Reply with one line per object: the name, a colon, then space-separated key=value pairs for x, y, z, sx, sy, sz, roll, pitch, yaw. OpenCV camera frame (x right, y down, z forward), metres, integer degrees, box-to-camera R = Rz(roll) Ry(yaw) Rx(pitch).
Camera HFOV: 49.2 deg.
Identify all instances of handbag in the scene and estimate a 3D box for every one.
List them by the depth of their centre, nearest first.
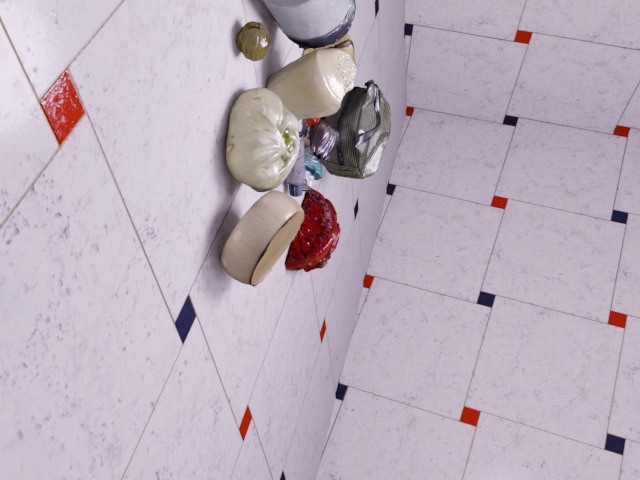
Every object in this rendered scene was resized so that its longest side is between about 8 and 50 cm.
handbag: x=0.108 y=-0.405 z=2.485 sx=0.240 sy=0.247 sz=0.340 roll=40 pitch=60 yaw=-61

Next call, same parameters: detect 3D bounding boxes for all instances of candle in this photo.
candle: x=-0.044 y=-0.629 z=1.732 sx=0.342 sy=0.221 sz=0.221 roll=26 pitch=72 yaw=-73

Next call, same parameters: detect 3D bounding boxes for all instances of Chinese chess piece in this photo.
Chinese chess piece: x=-0.142 y=-0.005 z=1.740 sx=0.249 sy=0.103 sz=0.250 roll=-52 pitch=171 yaw=-12

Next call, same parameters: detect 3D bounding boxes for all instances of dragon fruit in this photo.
dragon fruit: x=0.000 y=0.000 z=2.427 sx=0.205 sy=0.152 sz=0.316 roll=75 pitch=26 yaw=-62

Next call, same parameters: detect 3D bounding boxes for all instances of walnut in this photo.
walnut: x=-0.157 y=-0.470 z=1.649 sx=0.092 sy=0.092 sz=0.092 roll=8 pitch=90 yaw=-77

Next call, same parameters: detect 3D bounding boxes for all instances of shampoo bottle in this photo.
shampoo bottle: x=-0.079 y=-0.232 z=2.132 sx=0.072 sy=0.072 sz=0.214 roll=-66 pitch=160 yaw=-49

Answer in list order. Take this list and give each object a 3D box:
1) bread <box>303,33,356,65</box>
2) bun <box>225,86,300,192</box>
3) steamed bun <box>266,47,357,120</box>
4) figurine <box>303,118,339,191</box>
bread: x=0.000 y=-0.657 z=2.277 sx=0.167 sy=0.163 sz=0.264 roll=67 pitch=2 yaw=-63
bun: x=-0.132 y=-0.238 z=1.721 sx=0.259 sy=0.160 sz=0.259 roll=8 pitch=90 yaw=-80
steamed bun: x=-0.028 y=-0.413 z=1.916 sx=0.200 sy=0.226 sz=0.170 roll=-33 pitch=103 yaw=-57
figurine: x=-0.023 y=-0.286 z=2.269 sx=0.138 sy=0.110 sz=0.245 roll=42 pitch=62 yaw=-53
